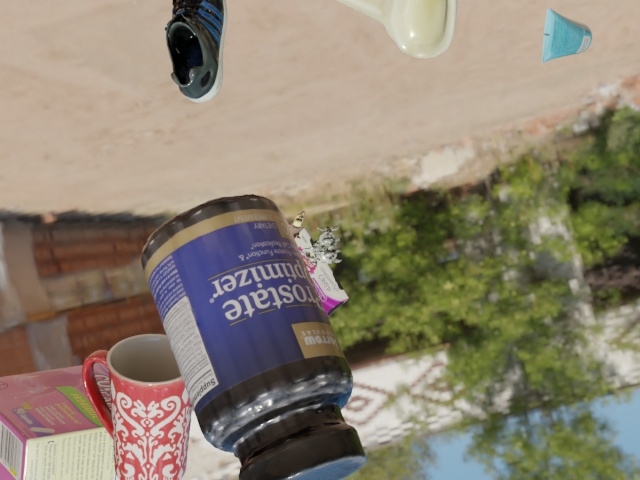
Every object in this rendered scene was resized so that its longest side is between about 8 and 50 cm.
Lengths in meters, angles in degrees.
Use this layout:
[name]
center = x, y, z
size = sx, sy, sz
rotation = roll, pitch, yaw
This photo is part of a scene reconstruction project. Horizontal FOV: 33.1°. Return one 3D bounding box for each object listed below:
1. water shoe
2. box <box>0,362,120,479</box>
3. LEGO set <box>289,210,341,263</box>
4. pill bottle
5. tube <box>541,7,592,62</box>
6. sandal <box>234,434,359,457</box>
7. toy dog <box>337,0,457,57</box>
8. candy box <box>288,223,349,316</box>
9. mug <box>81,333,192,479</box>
[water shoe]
center = -0.169, -0.289, 1.447
size = 0.073, 0.203, 0.080
rotation = -13, 161, 16
[box]
center = -0.361, 0.279, 1.571
size = 0.243, 0.117, 0.213
rotation = -3, -162, -38
[LEGO set]
center = -0.002, 0.001, 1.310
size = 0.083, 0.054, 0.023
rotation = 23, -175, -20
[pill bottle]
center = -0.049, 0.085, 0.827
size = 0.123, 0.219, 0.123
rotation = -21, 158, -9
[tube]
center = 0.378, -0.318, 1.684
size = 0.052, 0.080, 0.207
rotation = 4, -170, 25
[sandal]
center = -0.037, 0.370, 1.919
size = 0.255, 0.054, 0.097
rotation = -7, -170, 31
[toy dog]
center = 0.118, -0.522, 1.429
size = 0.285, 0.408, 0.395
rotation = 20, 145, 11
[candy box]
center = -0.068, 0.045, 1.896
size = 0.071, 0.159, 0.233
rotation = -41, -155, -20
[mug]
center = -0.222, 0.211, 1.364
size = 0.113, 0.169, 0.150
rotation = -14, -149, -34
